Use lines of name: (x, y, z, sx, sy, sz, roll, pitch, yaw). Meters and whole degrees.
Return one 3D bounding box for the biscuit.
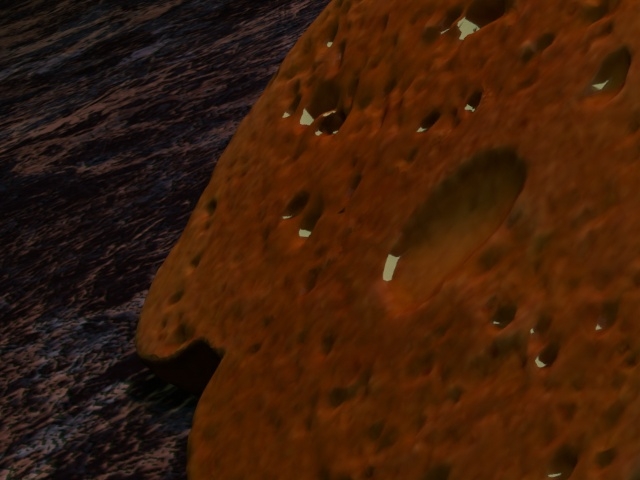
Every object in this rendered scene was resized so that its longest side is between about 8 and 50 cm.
biscuit: (0.068, -0.003, 0.822, 0.350, 0.078, 0.455, -53, 26, 14)
